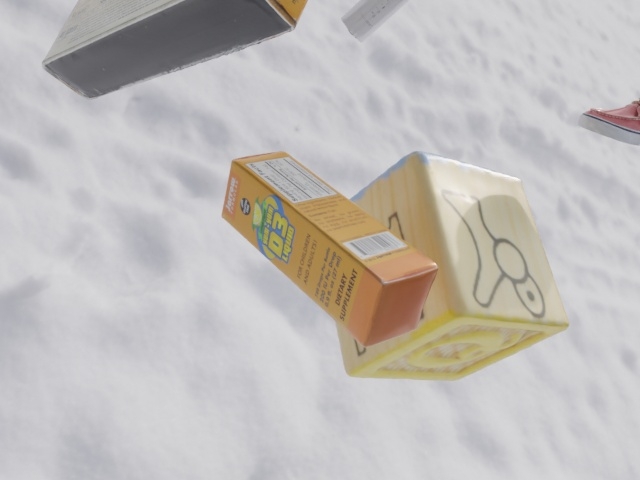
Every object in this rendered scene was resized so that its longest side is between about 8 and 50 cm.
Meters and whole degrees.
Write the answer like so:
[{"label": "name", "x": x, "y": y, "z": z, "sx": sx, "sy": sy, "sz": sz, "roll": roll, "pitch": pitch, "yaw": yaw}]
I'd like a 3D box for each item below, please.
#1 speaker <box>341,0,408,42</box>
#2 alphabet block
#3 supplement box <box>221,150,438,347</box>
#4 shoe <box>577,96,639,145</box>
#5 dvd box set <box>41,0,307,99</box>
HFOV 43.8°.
[{"label": "speaker", "x": 0.099, "y": -0.384, "z": 1.287, "sx": 0.055, "sy": 0.136, "sz": 0.055, "roll": 43, "pitch": 20, "yaw": -20}, {"label": "alphabet block", "x": 0.135, "y": 0.039, "z": 0.924, "sx": 0.192, "sy": 0.193, "sz": 0.197, "roll": 9, "pitch": 58, "yaw": -35}, {"label": "supplement box", "x": 0.000, "y": 0.000, "z": 0.770, "sx": 0.080, "sy": 0.078, "sz": 0.233, "roll": -13, "pitch": 40, "yaw": -38}, {"label": "shoe", "x": 0.396, "y": -0.158, "z": 0.965, "sx": 0.178, "sy": 0.081, "sz": 0.063, "roll": 7, "pitch": 21, "yaw": -22}, {"label": "dvd box set", "x": -0.067, "y": -0.331, "z": 0.707, "sx": 0.062, "sy": 0.308, "sz": 0.420, "roll": 38, "pitch": 63, "yaw": -36}]
